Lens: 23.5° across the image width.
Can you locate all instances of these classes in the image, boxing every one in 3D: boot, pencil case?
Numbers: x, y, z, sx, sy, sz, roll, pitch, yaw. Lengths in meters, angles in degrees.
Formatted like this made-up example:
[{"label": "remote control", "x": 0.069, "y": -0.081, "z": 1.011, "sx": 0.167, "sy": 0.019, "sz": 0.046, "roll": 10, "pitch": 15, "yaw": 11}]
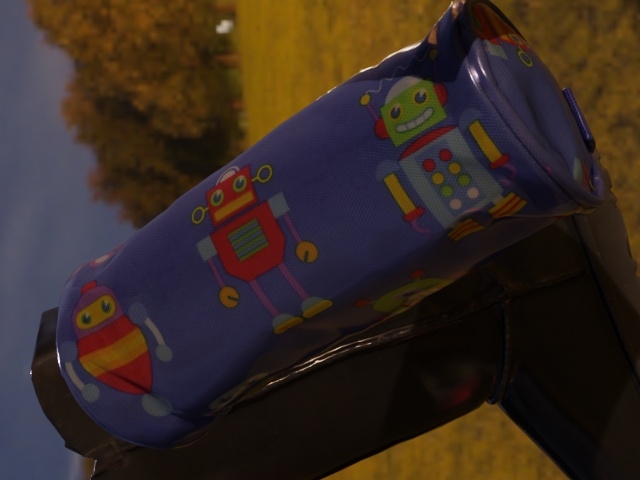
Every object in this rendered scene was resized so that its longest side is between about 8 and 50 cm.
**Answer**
[{"label": "boot", "x": 0.044, "y": 0.152, "z": 1.190, "sx": 0.146, "sy": 0.445, "sz": 0.367, "roll": -138, "pitch": 26, "yaw": -81}, {"label": "pencil case", "x": 0.000, "y": 0.000, "z": 0.794, "sx": 0.133, "sy": 0.306, "sz": 0.119, "roll": 11, "pitch": -127, "yaw": -54}]
